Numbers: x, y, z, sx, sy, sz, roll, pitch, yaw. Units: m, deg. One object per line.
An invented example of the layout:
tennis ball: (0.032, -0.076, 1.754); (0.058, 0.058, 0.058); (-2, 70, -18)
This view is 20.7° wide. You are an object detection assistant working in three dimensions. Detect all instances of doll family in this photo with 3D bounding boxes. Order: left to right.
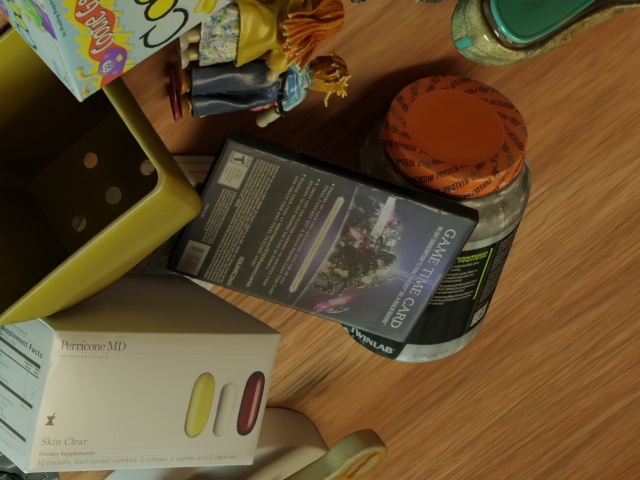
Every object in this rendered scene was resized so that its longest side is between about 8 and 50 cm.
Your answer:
doll family: (-0.054, -0.170, 1.638); (0.163, 0.118, 0.263); (-10, 147, -10)

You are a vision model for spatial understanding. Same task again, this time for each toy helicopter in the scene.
toy helicopter: (-0.067, 0.360, 2.270); (0.355, 0.140, 0.235); (-30, 150, -7)

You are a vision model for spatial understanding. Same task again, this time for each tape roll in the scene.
tape roll: (-0.159, 0.375, 2.409); (0.392, 0.072, 0.392); (-23, 148, -15)

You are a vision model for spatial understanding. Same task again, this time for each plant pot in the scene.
plant pot: (-0.231, -0.056, 1.609); (0.212, 0.212, 0.187); (-39, 161, 12)

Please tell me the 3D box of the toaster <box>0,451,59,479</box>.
toaster: (-0.408, 0.243, 1.922); (0.227, 0.146, 0.129); (-27, 148, -9)

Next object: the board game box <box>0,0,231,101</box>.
board game box: (-0.130, -0.265, 1.393); (0.275, 0.142, 0.144); (-35, 151, -13)

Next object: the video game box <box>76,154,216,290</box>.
video game box: (-0.169, -0.007, 1.869); (0.187, 0.048, 0.205); (1, 137, -38)

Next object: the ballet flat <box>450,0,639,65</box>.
ballet flat: (0.273, -0.271, 1.816); (0.349, 0.123, 0.123); (-28, 151, -28)

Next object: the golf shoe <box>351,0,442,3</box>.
golf shoe: (0.083, -0.279, 1.671); (0.198, 0.077, 0.094); (-11, 143, -33)

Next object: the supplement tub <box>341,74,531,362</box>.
supplement tub: (0.122, -0.023, 1.959); (0.194, 0.193, 0.316); (-17, 147, -23)

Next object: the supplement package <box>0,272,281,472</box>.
supplement package: (-0.210, 0.124, 1.748); (0.262, 0.204, 0.145); (3, 105, -37)

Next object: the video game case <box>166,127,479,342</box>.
video game case: (0.000, 0.000, 1.826); (0.274, 0.026, 0.196); (17, 131, -13)
